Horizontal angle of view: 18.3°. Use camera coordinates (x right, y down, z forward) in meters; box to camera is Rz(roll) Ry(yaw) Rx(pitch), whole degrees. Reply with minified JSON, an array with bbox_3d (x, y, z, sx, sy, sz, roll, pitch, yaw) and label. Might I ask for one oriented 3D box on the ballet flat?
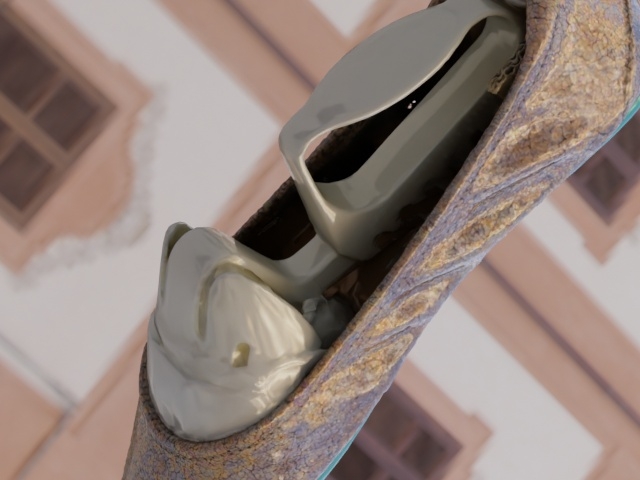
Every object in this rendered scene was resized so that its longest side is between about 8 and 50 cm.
[{"bbox_3d":[0.000,0.000,0.807,0.316,0.106,0.107,-51,-133,4],"label":"ballet flat"}]
